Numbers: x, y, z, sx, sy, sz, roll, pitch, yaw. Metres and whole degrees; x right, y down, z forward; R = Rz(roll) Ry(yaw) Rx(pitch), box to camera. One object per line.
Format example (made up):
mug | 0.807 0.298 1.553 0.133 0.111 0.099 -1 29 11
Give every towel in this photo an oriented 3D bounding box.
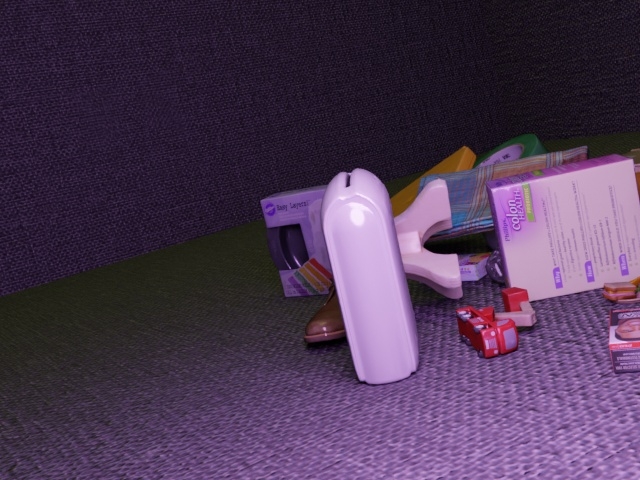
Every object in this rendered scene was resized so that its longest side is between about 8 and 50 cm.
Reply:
towel | 0.366 -0.100 1.631 0.370 0.040 0.271 -11 28 24

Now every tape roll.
tape roll | 0.493 -0.166 2.204 0.321 0.077 0.321 -40 12 10

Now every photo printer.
photo printer | 0.076 0.041 1.242 0.107 0.307 0.256 -12 10 7

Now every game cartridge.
game cartridge | 0.240 -0.085 1.964 0.324 0.052 0.285 -35 14 36

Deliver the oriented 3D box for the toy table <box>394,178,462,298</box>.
toy table | 0.170 0.009 1.457 0.161 0.274 0.252 -9 45 9

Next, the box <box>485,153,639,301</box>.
box | 0.439 -0.022 1.407 0.243 0.213 0.117 -12 9 8

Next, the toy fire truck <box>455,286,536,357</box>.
toy fire truck | 0.288 0.126 1.240 0.135 0.047 0.192 -13 10 -5

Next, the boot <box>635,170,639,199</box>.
boot | 0.725 -0.080 1.733 0.295 0.104 0.211 -16 14 41

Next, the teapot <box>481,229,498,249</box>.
teapot | 0.483 -0.088 1.838 0.256 0.187 0.252 -16 9 -13

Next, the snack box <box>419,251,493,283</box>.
snack box | 0.292 0.058 1.679 0.141 0.037 0.100 -6 10 39

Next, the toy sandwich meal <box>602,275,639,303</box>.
toy sandwich meal | 0.502 0.079 1.280 0.085 0.029 0.085 -13 9 2

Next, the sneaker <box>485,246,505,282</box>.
sneaker | 0.442 0.007 1.551 0.271 0.100 0.108 -28 -1 -12

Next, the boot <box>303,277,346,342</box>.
boot | 0.035 0.110 1.495 0.112 0.115 0.305 -8 12 21

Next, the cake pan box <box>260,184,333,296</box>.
cake pan box | 0.000 0.000 1.792 0.267 0.245 0.070 -6 11 36

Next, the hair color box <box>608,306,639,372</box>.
hair color box | 0.424 0.129 1.046 0.072 0.043 0.141 -8 11 22

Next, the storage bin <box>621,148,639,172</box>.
storage bin | 0.825 -0.155 1.968 0.262 0.123 0.260 -22 12 -41
